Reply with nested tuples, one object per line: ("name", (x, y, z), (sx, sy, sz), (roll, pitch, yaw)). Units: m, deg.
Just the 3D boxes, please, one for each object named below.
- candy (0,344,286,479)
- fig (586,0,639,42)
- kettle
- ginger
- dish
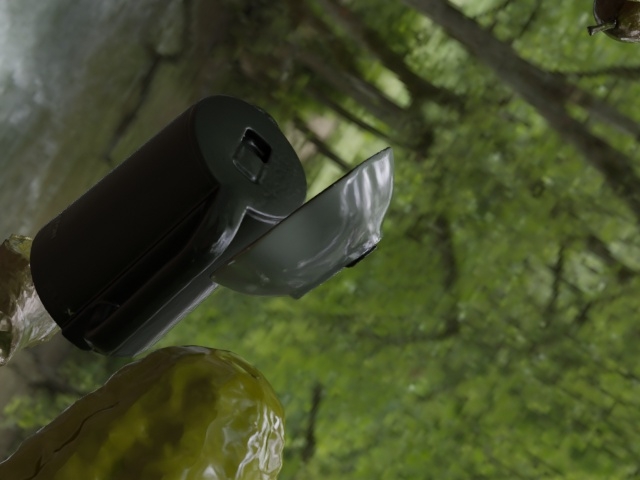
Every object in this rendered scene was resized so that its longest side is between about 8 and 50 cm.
("candy", (-0.074, 0.114, 0.324), (0.199, 0.094, 0.106), (-55, 142, -6))
("fig", (0.341, -0.253, 1.436), (0.125, 0.089, 0.089), (-46, 168, -47))
("kettle", (-0.193, -0.012, 1.505), (0.308, 0.203, 0.262), (-37, 173, 33))
("ginger", (-0.436, 0.104, 1.782), (0.221, 0.130, 0.276), (-61, 170, -5))
("dish", (0.000, 0.000, 1.094), (0.190, 0.066, 0.191), (-36, 180, 0))
